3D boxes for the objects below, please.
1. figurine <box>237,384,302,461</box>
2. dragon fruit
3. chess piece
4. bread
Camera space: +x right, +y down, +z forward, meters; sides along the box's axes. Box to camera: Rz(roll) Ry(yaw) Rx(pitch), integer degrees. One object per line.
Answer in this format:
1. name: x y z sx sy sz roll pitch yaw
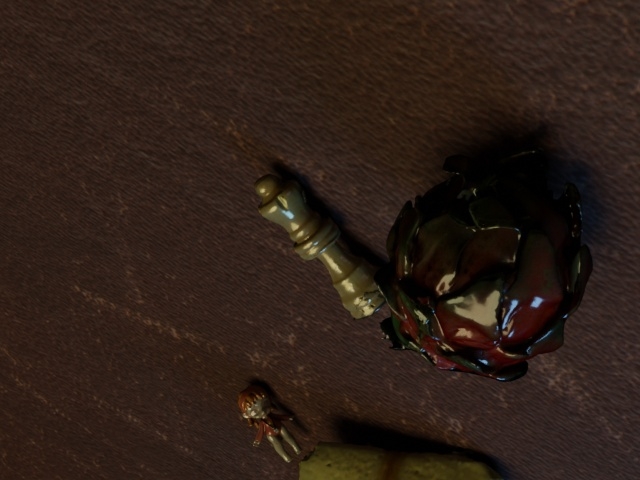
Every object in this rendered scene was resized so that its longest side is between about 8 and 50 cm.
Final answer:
1. figurine: -0.065 0.230 1.583 0.109 0.064 0.047 55 165 -12
2. dragon fruit: 0.133 0.026 1.038 0.182 0.182 0.188 28 165 12
3. chess piece: -0.001 0.001 1.233 0.172 0.060 0.060 47 146 -13
4. bread: 0.122 0.347 1.522 0.264 0.198 0.236 4 169 29
